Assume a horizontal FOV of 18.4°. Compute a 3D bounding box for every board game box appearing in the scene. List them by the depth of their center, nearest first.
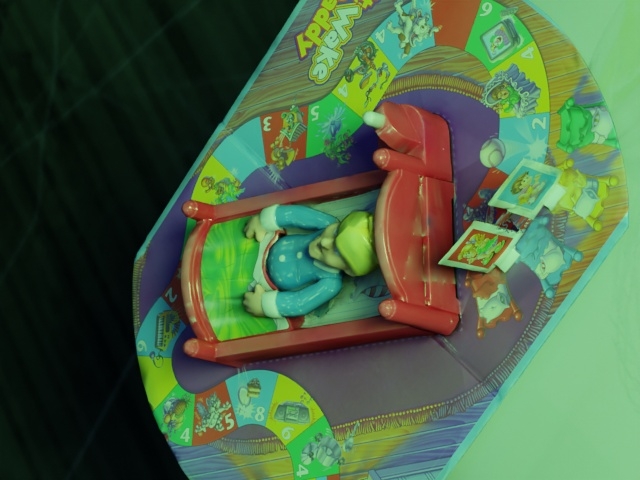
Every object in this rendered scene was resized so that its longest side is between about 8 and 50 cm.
[{"bbox_3d":[0.000,0.000,0.535,0.133,0.033,0.169,45,107,35],"label":"board game box"}]

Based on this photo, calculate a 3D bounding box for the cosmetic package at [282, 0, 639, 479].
[{"bbox_3d":[0.140,0.002,0.542,0.224,0.138,0.224,40,105,34],"label":"cosmetic package"}]
